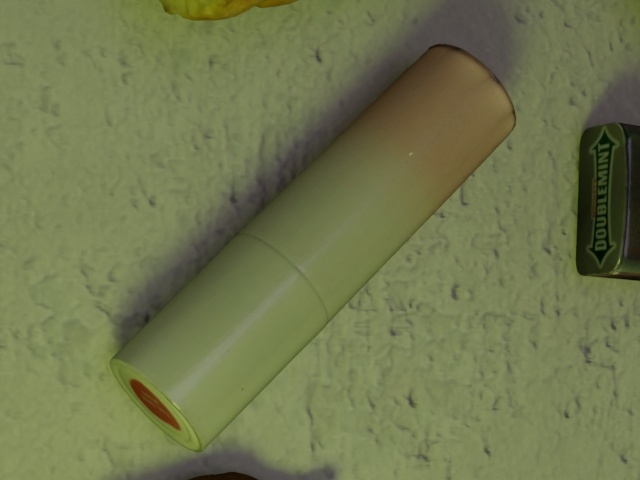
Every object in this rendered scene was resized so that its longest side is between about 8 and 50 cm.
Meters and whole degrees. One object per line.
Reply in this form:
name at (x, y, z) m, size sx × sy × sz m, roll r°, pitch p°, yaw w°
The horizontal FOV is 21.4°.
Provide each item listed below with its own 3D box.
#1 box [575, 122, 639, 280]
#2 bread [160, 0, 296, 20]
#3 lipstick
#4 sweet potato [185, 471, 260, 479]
box at (0.307, -0.022, 1.309) m, size 0.224 × 0.069 × 0.120 m, roll 7°, pitch 83°, yaw -25°
bread at (0.036, -0.293, 1.143) m, size 0.375 × 0.165 × 0.237 m, roll -23°, pitch 96°, yaw -33°
lipstick at (0.000, 0.000, 1.160) m, size 0.327 × 0.087 × 0.087 m, roll -46°, pitch 104°, yaw -20°
sweet potato at (-0.072, 0.178, 1.142) m, size 0.179 × 0.044 × 0.044 m, roll -5°, pitch 88°, yaw -31°
